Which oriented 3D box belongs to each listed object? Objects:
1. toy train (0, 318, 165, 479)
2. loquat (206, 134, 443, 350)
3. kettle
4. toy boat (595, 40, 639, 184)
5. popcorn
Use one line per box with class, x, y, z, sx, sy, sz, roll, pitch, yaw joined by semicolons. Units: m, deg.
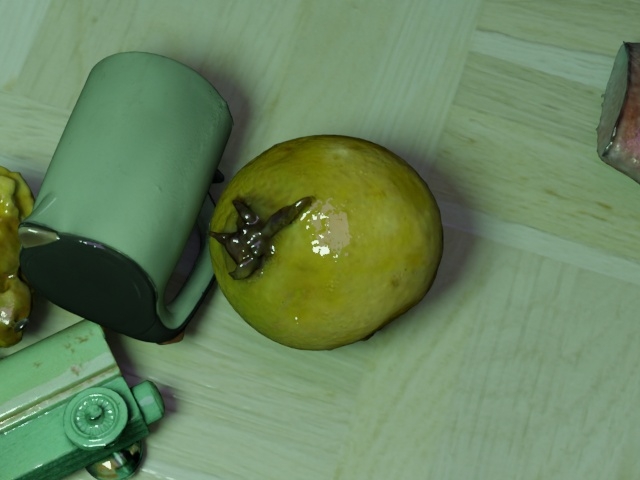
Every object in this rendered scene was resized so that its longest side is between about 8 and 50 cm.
toy train;-0.308;0.190;1.477;0.285;0.116;0.177;-27;62;-8
loquat;0.000;0.000;1.474;0.243;0.244;0.244;0;72;-1
kettle;-0.184;-0.032;1.496;0.165;0.240;0.255;-17;43;36
toy boat;0.451;-0.117;1.608;0.282;0.096;0.206;18;58;-5
popcorn;-0.365;0.022;1.508;0.163;0.140;0.194;-9;91;16
